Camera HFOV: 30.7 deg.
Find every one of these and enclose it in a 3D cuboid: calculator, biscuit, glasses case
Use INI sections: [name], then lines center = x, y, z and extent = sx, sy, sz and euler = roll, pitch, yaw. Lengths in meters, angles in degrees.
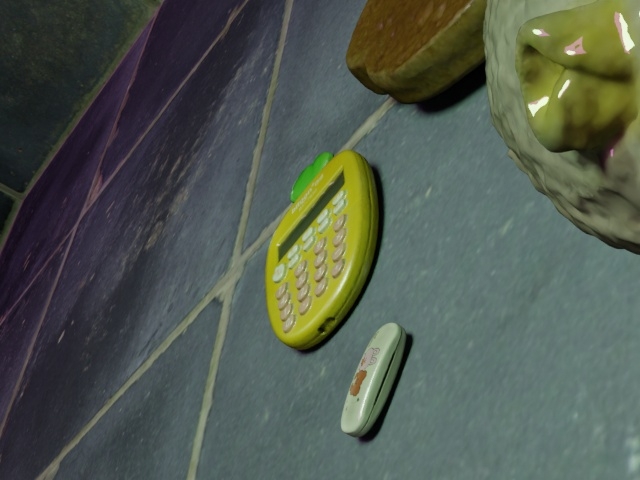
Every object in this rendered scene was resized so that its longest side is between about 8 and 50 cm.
[calculator]
center = 0.000, 0.000, 1.012
extent = 0.146, 0.032, 0.235
euler = -49, 23, 27
[biscuit]
center = 0.151, -0.292, 0.999
extent = 0.359, 0.074, 0.381
euler = -38, 27, 42
[glasses case]
center = 0.036, 0.095, 0.798
extent = 0.032, 0.021, 0.083
euler = -21, 42, 63

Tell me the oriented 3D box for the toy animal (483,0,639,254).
[toy animal]
center = 0.171, -0.104, 0.505
extent = 0.226, 0.188, 0.358
euler = -52, 20, 6
